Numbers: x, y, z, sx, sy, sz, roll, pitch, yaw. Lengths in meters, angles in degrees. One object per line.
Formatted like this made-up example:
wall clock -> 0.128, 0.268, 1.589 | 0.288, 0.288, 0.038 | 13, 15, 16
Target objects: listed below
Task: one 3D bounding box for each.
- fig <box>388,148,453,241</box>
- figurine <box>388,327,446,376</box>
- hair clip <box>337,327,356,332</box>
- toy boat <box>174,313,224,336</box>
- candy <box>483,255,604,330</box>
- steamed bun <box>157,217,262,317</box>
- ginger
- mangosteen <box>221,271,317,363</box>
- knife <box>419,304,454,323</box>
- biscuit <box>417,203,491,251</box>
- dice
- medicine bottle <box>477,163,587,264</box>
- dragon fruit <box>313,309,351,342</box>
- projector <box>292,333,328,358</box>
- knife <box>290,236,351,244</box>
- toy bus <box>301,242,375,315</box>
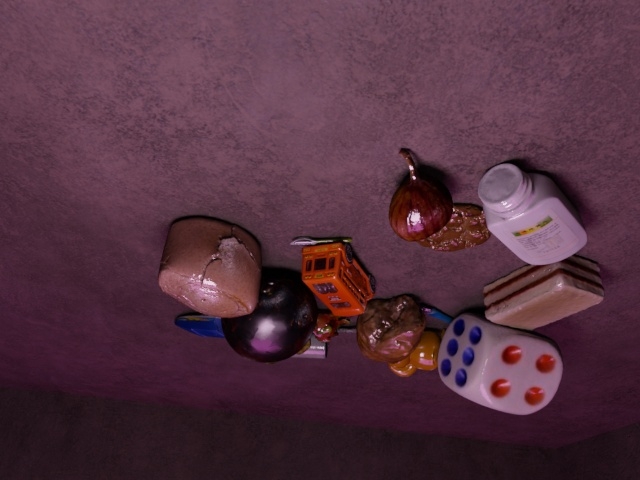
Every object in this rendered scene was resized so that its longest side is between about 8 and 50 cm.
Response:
fig -> 0.245, -0.095, 1.307 | 0.149, 0.148, 0.202 | -5, 137, -25
figurine -> 0.369, 0.421, 2.107 | 0.227, 0.215, 0.215 | 3, 151, 26
hair clip -> 0.141, 0.344, 2.156 | 0.229, 0.036, 0.066 | -18, 149, 33
toy boat -> -0.478, 0.330, 2.184 | 0.295, 0.088, 0.129 | -4, 150, 35
candy -> 0.676, 0.164, 1.690 | 0.179, 0.135, 0.320 | 18, 147, -24
steamed bun -> -0.295, 0.067, 1.573 | 0.301, 0.252, 0.199 | 22, 131, -23
ginger -> 0.257, 0.326, 1.951 | 0.269, 0.201, 0.223 | -9, 145, 22
mangosteen -> -0.159, 0.257, 1.781 | 0.329, 0.330, 0.330 | 3, 149, 2
knife -> 0.458, 0.286, 2.030 | 0.296, 0.026, 0.044 | 27, 145, -37
biscuit -> 0.362, -0.028, 1.501 | 0.225, 0.042, 0.226 | 3, 148, 2
dice -> 0.607, 0.415, 1.889 | 0.304, 0.277, 0.304 | 17, -176, -16
medicine bottle -> 0.512, -0.061, 1.348 | 0.179, 0.124, 0.324 | -27, 139, 34
dragon fruit -> 0.025, 0.302, 2.043 | 0.174, 0.139, 0.142 | -22, -168, -10
projector -> -0.139, 0.429, 2.270 | 0.337, 0.108, 0.108 | 0, 149, 7
knife -> 0.000, 0.000, 1.617 | 0.183, 0.026, 0.022 | -1, -172, 6
toy bus -> 0.062, 0.133, 1.704 | 0.142, 0.153, 0.329 | -8, 149, 21
